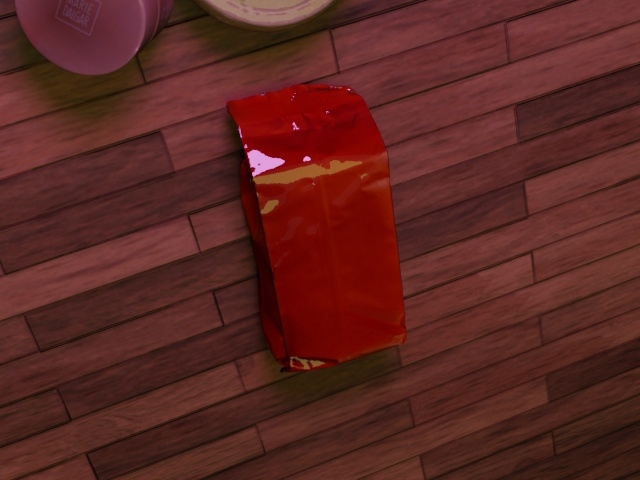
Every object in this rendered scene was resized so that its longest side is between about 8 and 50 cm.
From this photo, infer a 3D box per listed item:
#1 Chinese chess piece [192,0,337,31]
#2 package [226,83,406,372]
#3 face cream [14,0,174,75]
[{"bbox_3d":[-0.066,-0.371,1.022,0.249,0.103,0.250,-6,114,-15],"label":"Chinese chess piece"},{"bbox_3d":[0.000,0.001,1.204,0.196,0.123,0.424,-15,119,-15],"label":"package"},{"bbox_3d":[-0.247,-0.269,0.971,0.149,0.104,0.149,5,122,8],"label":"face cream"}]
